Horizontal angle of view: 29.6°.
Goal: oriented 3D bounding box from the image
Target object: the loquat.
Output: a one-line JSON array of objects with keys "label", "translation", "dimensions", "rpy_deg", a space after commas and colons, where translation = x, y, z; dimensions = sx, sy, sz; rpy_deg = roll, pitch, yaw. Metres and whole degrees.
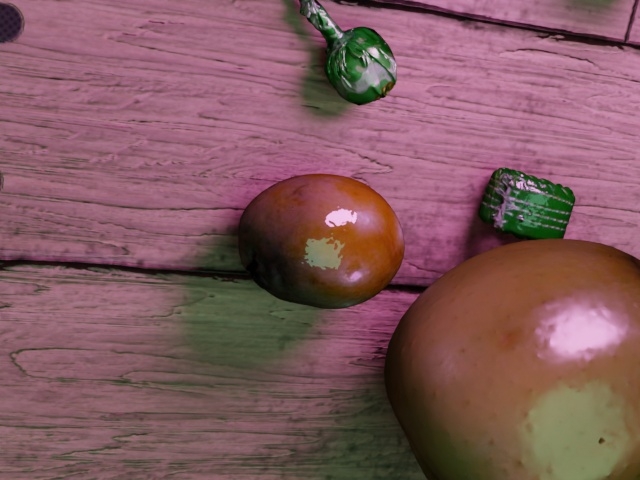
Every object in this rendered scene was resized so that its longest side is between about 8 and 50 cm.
[{"label": "loquat", "translation": [0.000, 0.000, 1.610], "dimensions": [0.227, 0.179, 0.179], "rpy_deg": [10, 107, -29]}]

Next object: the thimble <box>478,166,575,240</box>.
[{"label": "thimble", "translation": [0.294, -0.049, 1.736], "dimensions": [0.130, 0.118, 0.090], "rpy_deg": [9, 104, -43]}]

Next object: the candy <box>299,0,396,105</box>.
[{"label": "candy", "translation": [-0.018, -0.303, 1.542], "dimensions": [0.097, 0.097, 0.323], "rpy_deg": [-43, 112, -1]}]

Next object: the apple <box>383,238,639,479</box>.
[{"label": "apple", "translation": [0.317, 0.215, 1.667], "dimensions": [0.473, 0.473, 0.474], "rpy_deg": [-8, 114, -18]}]
